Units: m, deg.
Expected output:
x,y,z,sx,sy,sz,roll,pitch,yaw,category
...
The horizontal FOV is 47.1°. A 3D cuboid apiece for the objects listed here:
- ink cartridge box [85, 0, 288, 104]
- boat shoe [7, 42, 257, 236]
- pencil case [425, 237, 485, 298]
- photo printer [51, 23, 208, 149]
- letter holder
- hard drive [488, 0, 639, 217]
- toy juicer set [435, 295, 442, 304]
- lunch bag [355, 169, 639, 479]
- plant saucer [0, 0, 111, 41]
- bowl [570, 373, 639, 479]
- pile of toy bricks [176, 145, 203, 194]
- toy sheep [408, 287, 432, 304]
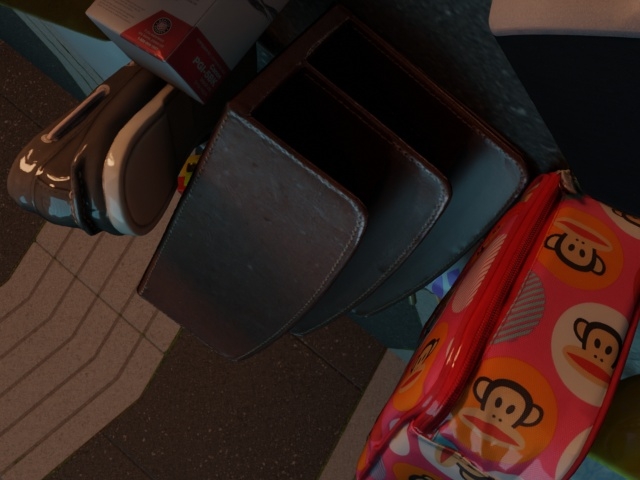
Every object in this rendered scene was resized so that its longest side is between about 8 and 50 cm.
x,y,z,sx,sy,sz,roll,pitch,yaw,category
-0.082,-0.179,0.518,0.099,0.135,0.056,35,174,32,ink cartridge box
-0.139,-0.118,0.621,0.096,0.335,0.112,7,124,10,boat shoe
0.135,0.012,0.777,0.206,0.088,0.086,36,134,23,pencil case
-0.200,-0.214,0.941,0.256,0.107,0.307,34,170,35,photo printer
0.000,0.000,0.626,0.214,0.152,0.302,39,143,-2,letter holder
0.189,-0.048,0.295,0.172,0.054,0.255,46,170,-36,hard drive
0.271,0.148,0.909,0.329,0.089,0.209,44,162,32,toy juicer set
0.142,0.089,0.577,0.120,0.258,0.293,31,149,8,lunch bag
-0.362,-0.328,0.624,0.332,0.081,0.333,47,-159,28,plant saucer
0.327,0.178,0.531,0.289,0.156,0.289,38,171,7,bowl
-0.087,-0.092,0.806,0.212,0.105,0.118,-6,152,22,pile of toy bricks
0.107,0.024,0.930,0.132,0.091,0.091,38,173,47,toy sheep
